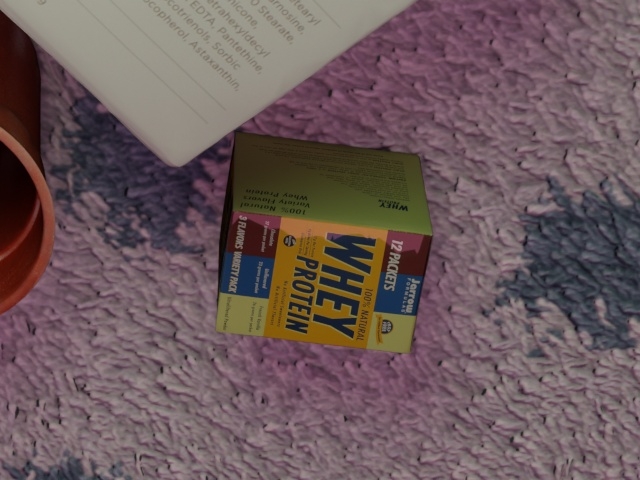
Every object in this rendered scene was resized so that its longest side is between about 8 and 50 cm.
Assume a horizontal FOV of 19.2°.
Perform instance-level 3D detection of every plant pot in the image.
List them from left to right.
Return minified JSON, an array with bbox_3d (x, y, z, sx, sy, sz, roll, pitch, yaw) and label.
[{"bbox_3d":[-0.379,-0.097,1.812,0.272,0.265,0.272,-1,127,-1],"label":"plant pot"}]

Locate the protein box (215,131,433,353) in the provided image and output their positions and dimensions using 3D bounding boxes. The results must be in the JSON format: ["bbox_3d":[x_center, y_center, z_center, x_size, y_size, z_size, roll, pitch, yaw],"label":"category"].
[{"bbox_3d":[0.000,0.000,1.920,0.199,0.201,0.136,7,115,-5],"label":"protein box"}]

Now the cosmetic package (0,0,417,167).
[{"bbox_3d":[-0.079,-0.345,1.571,0.393,0.329,0.327,-33,122,20],"label":"cosmetic package"}]
